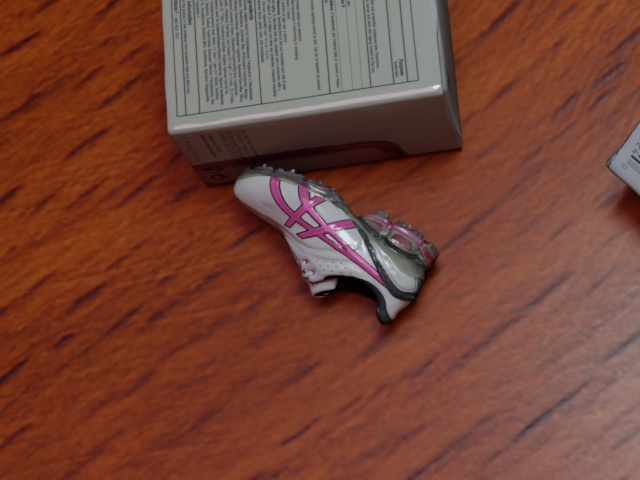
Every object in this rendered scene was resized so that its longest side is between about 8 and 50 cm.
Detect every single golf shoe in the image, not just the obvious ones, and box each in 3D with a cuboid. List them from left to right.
[{"bbox_3d":[0.000,0.000,1.609,0.186,0.067,0.086,27,79,19],"label":"golf shoe"}]

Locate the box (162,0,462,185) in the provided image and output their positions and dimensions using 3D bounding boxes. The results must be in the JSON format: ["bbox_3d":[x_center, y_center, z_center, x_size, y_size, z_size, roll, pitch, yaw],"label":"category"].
[{"bbox_3d":[-0.006,-0.148,1.632,0.232,0.127,0.148,-7,69,9],"label":"box"}]

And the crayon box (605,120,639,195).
[{"bbox_3d":[0.400,-0.034,1.479,0.318,0.081,0.202,45,117,22],"label":"crayon box"}]
